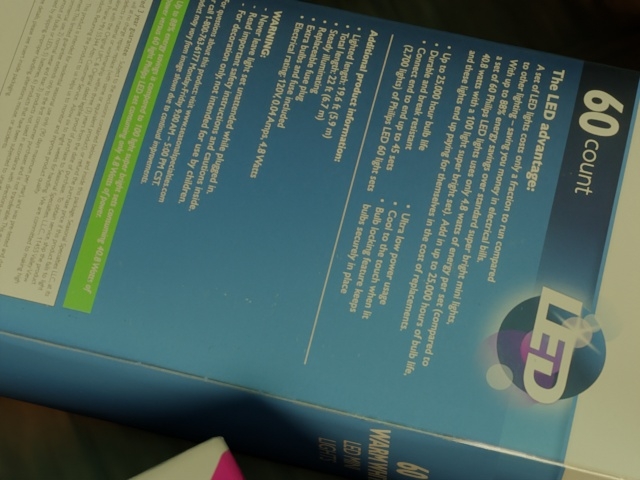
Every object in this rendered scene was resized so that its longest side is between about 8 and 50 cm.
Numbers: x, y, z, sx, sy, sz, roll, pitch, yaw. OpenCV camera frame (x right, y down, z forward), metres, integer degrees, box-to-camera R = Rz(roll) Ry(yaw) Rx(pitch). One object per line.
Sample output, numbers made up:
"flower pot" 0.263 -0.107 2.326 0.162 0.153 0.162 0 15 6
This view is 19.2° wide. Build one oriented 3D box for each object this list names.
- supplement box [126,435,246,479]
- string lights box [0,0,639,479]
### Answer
"supplement box" -0.096 0.161 0.515 0.220 0.114 0.111 -26 68 -11
"string lights box" 0.000 0.000 0.598 0.260 0.077 0.133 13 68 6
